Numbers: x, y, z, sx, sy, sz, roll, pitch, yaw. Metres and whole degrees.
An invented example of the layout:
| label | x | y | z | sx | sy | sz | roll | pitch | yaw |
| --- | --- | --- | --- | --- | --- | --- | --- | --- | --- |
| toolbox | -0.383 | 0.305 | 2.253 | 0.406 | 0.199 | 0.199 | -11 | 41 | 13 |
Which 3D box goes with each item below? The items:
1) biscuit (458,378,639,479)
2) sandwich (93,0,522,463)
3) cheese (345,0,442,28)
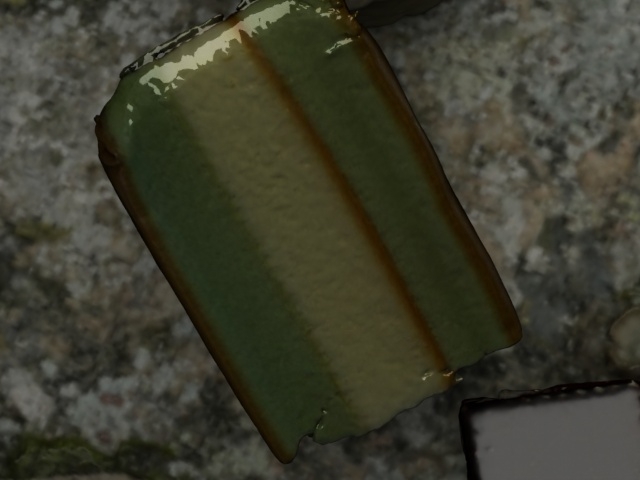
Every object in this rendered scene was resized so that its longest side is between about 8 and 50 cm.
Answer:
| label | x | y | z | sx | sy | sz | roll | pitch | yaw |
| --- | --- | --- | --- | --- | --- | --- | --- | --- | --- |
| biscuit | 0.144 | 0.202 | 1.027 | 0.106 | 0.070 | 0.252 | -10 | 80 | 5 |
| sandwich | 0.000 | 0.000 | 0.994 | 0.155 | 0.227 | 0.198 | -30 | 79 | 1 |
| cheese | 0.006 | -0.290 | 1.060 | 0.292 | 0.153 | 0.332 | 21 | 91 | 8 |
